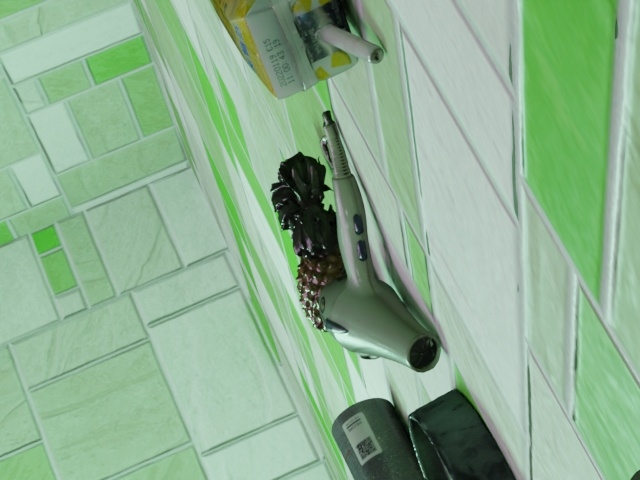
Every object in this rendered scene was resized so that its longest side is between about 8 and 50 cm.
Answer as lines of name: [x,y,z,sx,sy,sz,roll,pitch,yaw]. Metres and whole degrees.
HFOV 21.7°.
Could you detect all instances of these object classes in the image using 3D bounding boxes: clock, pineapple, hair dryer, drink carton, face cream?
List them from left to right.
drink carton: [-0.023,-0.145,1.075,0.200,0.075,0.084,-119,8,-56]
pineapple: [0.000,0.000,1.475,0.074,0.074,0.159,-140,29,-77]
hair dryer: [0.045,0.015,1.305,0.167,0.067,0.199,44,144,52]
face cream: [0.095,0.287,1.689,0.073,0.073,0.283,74,171,-52]
clock: [0.128,0.221,1.284,0.215,0.042,0.215,156,90,-84]

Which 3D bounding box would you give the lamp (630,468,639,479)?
lamp: [0.155,0.173,0.695,0.091,0.091,0.163,90,170,-76]
